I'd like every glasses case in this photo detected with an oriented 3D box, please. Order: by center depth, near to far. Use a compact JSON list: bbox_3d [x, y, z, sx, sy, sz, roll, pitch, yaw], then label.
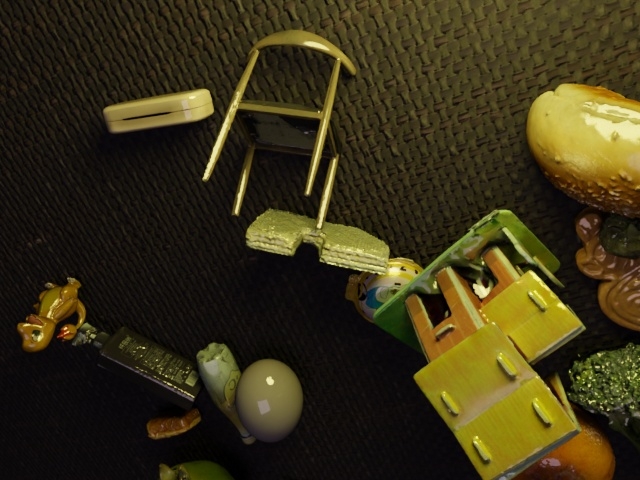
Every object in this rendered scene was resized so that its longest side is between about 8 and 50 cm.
[{"bbox_3d":[-0.284,-0.226,0.875,0.196,0.083,0.050,-4,116,17],"label":"glasses case"}]

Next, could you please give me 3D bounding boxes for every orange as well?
[{"bbox_3d":[0.442,0.416,0.968,0.223,0.170,0.224,6,115,12],"label":"orange"}]

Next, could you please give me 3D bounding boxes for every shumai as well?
[{"bbox_3d":[0.476,0.002,0.762,0.082,0.080,0.083,-19,105,24],"label":"shumai"}]

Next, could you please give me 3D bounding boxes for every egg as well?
[{"bbox_3d":[-0.109,0.347,1.077,0.146,0.146,0.199,5,116,11],"label":"egg"}]

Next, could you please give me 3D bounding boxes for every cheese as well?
[{"bbox_3d":[0.172,0.105,0.941,0.249,0.064,0.157,8,119,-4],"label":"cheese"}]

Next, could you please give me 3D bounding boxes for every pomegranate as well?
[{"bbox_3d":[-0.321,0.650,1.207,0.260,0.261,0.341,0,126,13],"label":"pomegranate"}]

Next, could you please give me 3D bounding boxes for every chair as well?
[{"bbox_3d":[-0.055,-0.175,0.812,0.187,0.166,0.273,10,75,9],"label":"chair"}]

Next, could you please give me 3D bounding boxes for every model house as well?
[{"bbox_3d":[0.321,0.206,0.800,0.340,0.324,0.300,36,113,-29],"label":"model house"}]

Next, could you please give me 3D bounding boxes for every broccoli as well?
[{"bbox_3d":[0.580,0.321,0.922,0.164,0.146,0.304,-25,120,27],"label":"broccoli"}]

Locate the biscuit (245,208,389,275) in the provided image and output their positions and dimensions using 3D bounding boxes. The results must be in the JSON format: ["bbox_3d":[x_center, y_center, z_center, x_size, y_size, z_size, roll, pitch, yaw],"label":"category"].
[{"bbox_3d":[0.000,0.000,0.880,0.249,0.147,0.046,13,108,7],"label":"biscuit"}]

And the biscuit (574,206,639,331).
[{"bbox_3d":[0.548,0.041,0.834,0.202,0.044,0.289,-34,106,25],"label":"biscuit"}]

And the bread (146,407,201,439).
[{"bbox_3d":[-0.362,0.450,1.230,0.132,0.074,0.054,-19,92,20],"label":"bread"}]

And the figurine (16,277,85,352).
[{"bbox_3d":[-0.584,0.179,1.098,0.121,0.176,0.122,-9,125,20],"label":"figurine"}]

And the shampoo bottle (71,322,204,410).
[{"bbox_3d":[-0.410,0.273,1.140,0.309,0.098,0.071,28,123,-1],"label":"shampoo bottle"}]

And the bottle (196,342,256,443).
[{"bbox_3d":[-0.202,0.358,1.143,0.083,0.083,0.270,-10,116,18],"label":"bottle"}]

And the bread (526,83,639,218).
[{"bbox_3d":[0.454,-0.112,0.693,0.313,0.192,0.171,11,116,8],"label":"bread"}]
